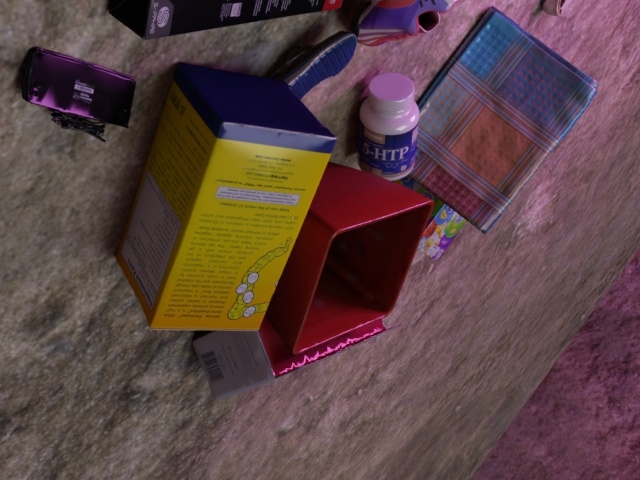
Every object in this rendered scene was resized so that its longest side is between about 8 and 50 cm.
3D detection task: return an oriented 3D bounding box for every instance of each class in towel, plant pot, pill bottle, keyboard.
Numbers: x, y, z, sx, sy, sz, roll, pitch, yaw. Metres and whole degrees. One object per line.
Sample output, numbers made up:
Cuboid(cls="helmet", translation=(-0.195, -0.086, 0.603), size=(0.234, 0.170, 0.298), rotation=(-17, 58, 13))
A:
Cuboid(cls="towel", translation=(0.334, -0.237, 1.988), size=(0.370, 0.271, 0.040), rotation=(-53, 174, 5))
Cuboid(cls="plant pot", translation=(0.000, 0.000, 1.815), size=(0.267, 0.236, 0.267), rotation=(-18, 138, -43))
Cuboid(cls="pill bottle", translation=(0.126, -0.212, 1.874), size=(0.112, 0.112, 0.187), rotation=(-34, 145, -27))
Cuboid(cls="keyboard", translation=(-0.334, -0.194, 1.369), size=(0.192, 0.038, 0.100), rotation=(11, 91, -56))

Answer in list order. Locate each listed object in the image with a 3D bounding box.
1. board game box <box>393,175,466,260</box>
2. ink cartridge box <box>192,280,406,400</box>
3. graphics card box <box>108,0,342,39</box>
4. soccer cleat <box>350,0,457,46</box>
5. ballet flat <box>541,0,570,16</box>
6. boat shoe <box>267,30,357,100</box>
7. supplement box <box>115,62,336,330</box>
Cuboid(cls="board game box", translation=(0.252, -0.118, 2.116), size=(0.275, 0.142, 0.144), rotation=(-55, 150, 7))
Cuboid(cls="ink cartridge box", translation=(-0.036, 0.174, 1.933), size=(0.309, 0.130, 0.272), rotation=(-18, 175, -44))
Cuboid(cls="graphics card box", translation=(-0.101, -0.414, 1.368), size=(0.371, 0.094, 0.233), rotation=(-22, 140, -41))
Cuboid(cls="soccer cleat", translation=(0.130, -0.359, 1.610), size=(0.108, 0.116, 0.318), rotation=(-49, -179, -11))
Cuboid(cls="ballet flat", translation=(0.524, -0.545, 2.104), size=(0.057, 0.052, 0.168), rotation=(-2, 124, -52))
Cuboid(cls="boat shoe", translation=(-0.024, -0.286, 1.636), size=(0.183, 0.066, 0.066), rotation=(-38, 146, -10))
Cuboid(cls="supplement box", translation=(-0.153, -0.059, 1.540), size=(0.195, 0.194, 0.356), rotation=(5, 122, -33))
